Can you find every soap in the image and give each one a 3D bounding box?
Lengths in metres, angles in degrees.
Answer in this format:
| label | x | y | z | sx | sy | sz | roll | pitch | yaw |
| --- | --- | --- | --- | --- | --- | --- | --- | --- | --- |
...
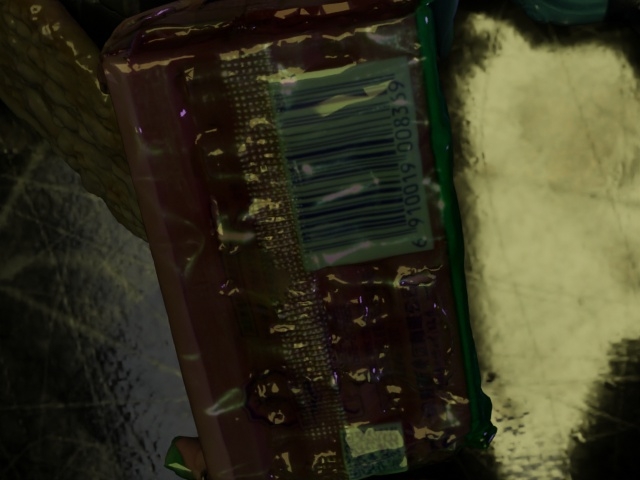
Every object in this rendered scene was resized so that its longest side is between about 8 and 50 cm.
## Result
| label | x | y | z | sx | sy | sz | roll | pitch | yaw |
| --- | --- | --- | --- | --- | --- | --- | --- | --- | --- |
| soap | 0.000 | 0.001 | 0.538 | 0.217 | 0.098 | 0.274 | -7 | 114 | 9 |

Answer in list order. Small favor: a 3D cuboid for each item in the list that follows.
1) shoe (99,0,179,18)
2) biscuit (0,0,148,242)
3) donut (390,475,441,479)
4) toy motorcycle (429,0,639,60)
| label | x | y | z | sx | sy | sz | roll | pitch | yaw |
| --- | --- | --- | --- | --- | --- | --- | --- | --- | --- |
| shoe | -0.222 | -0.252 | 0.624 | 0.171 | 0.132 | 0.337 | -33 | 85 | 16 |
| biscuit | -0.165 | -0.105 | 0.616 | 0.290 | 0.141 | 0.038 | 45 | 66 | 6 |
| donut | -0.006 | 0.193 | 0.600 | 0.217 | 0.141 | 0.085 | -7 | 73 | 0 |
| toy motorcycle | 0.161 | -0.144 | 0.558 | 0.272 | 0.123 | 0.182 | 38 | 89 | 7 |
